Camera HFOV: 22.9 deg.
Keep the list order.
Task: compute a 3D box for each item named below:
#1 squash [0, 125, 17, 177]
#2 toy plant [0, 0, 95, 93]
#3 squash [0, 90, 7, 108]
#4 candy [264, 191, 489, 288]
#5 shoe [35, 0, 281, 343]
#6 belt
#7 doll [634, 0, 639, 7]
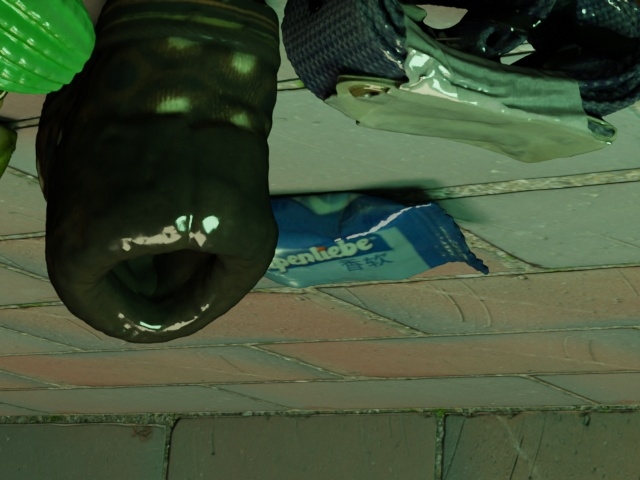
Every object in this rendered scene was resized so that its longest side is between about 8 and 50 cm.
[{"bbox_3d":[-0.415,-0.049,1.541,0.203,0.111,0.289,12,166,-22],"label":"squash"},{"bbox_3d":[-0.236,-0.178,0.993,0.155,0.088,0.240,-12,139,11],"label":"toy plant"},{"bbox_3d":[-0.320,-0.114,1.312,0.200,0.075,0.090,-8,136,36],"label":"squash"},{"bbox_3d":[0.000,0.000,1.685,0.331,0.077,0.187,-4,157,26],"label":"candy"},{"bbox_3d":[-0.135,-0.036,1.233,0.171,0.237,0.384,9,165,-17],"label":"shoe"},{"bbox_3d":[0.093,-0.126,1.009,0.231,0.139,0.126,9,164,-28],"label":"belt"},{"bbox_3d":[0.289,-0.128,0.803,0.318,0.209,0.340,-13,155,42],"label":"doll"}]
